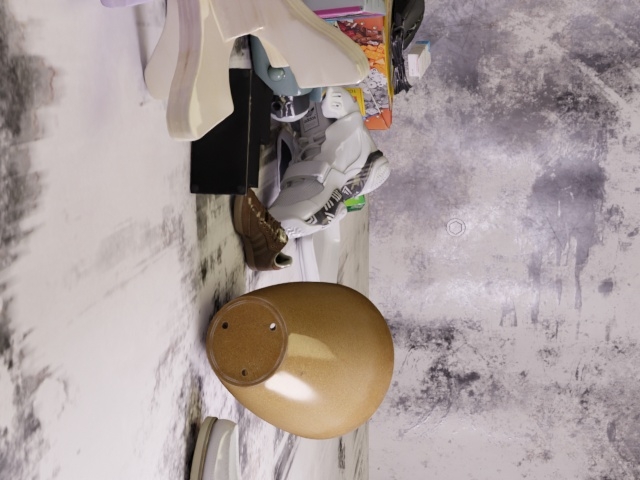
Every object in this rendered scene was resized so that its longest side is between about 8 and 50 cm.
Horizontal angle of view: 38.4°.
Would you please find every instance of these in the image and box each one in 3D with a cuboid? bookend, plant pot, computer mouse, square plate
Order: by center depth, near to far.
[{"bbox_3d":[-0.112,-0.133,1.199,0.157,0.072,0.156,1,91,-83],"label":"bookend"},{"bbox_3d":[-0.048,0.152,1.278,0.254,0.237,0.237,31,60,-64],"label":"plant pot"},{"bbox_3d":[-0.054,-0.113,1.710,0.106,0.042,0.193,-61,151,-71],"label":"computer mouse"},{"bbox_3d":[0.184,-0.421,1.901,0.262,0.060,0.184,-79,166,-46],"label":"computer mouse"},{"bbox_3d":[0.000,0.000,2.086,0.347,0.049,0.344,83,12,-44],"label":"square plate"}]

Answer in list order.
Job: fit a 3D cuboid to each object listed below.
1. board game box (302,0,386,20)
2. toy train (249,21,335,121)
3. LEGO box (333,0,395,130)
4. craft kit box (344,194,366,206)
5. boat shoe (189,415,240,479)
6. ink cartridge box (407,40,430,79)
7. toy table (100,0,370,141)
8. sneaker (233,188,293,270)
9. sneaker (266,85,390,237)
[{"bbox_3d":[-0.040,-0.315,1.138,0.303,0.224,0.098,-59,145,-73],"label":"board game box"},{"bbox_3d":[-0.049,-0.353,1.445,0.190,0.142,0.334,-60,154,-49],"label":"toy train"},{"bbox_3d":[0.060,-0.539,1.911,0.372,0.193,0.500,77,17,-60],"label":"LEGO box"},{"bbox_3d":[0.058,-0.195,2.177,0.250,0.061,0.247,94,-10,-88],"label":"craft kit box"},{"bbox_3d":[-0.111,0.376,1.172,0.113,0.103,0.302,-7,98,-82],"label":"boat shoe"},{"bbox_3d":[0.194,-0.358,1.828,0.083,0.028,0.048,-58,147,-49],"label":"ink cartridge box"},{"bbox_3d":[-0.082,-0.220,0.874,0.274,0.252,0.161,-39,125,-38],"label":"toy table"},{"bbox_3d":[-0.085,-0.020,1.405,0.188,0.071,0.066,80,14,-55],"label":"sneaker"},{"bbox_3d":[-0.020,-0.143,1.604,0.366,0.137,0.210,-39,109,-50],"label":"sneaker"}]
